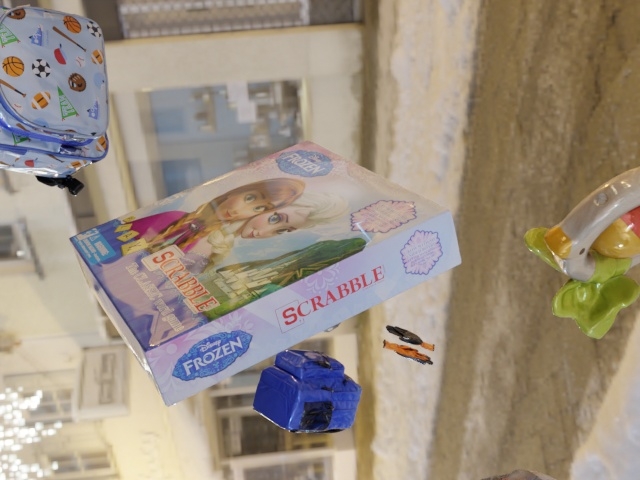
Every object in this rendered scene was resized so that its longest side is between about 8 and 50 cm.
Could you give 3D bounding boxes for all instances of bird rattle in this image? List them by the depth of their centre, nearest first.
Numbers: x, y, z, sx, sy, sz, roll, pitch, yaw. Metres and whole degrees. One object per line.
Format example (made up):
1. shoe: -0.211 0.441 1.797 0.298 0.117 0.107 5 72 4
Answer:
1. bird rattle: 0.345 -0.010 0.965 0.207 0.253 0.143 26 -141 -54

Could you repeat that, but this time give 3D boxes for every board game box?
1. board game box: -0.074 0.010 0.939 0.318 0.318 0.066 34 144 57

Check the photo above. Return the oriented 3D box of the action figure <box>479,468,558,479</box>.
1. action figure: 0.200 0.392 1.127 0.178 0.341 0.330 49 166 20

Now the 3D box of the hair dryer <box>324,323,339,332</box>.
1. hair dryer: 0.035 0.007 1.515 0.294 0.223 0.080 57 175 31

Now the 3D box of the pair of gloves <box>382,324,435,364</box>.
1. pair of gloves: 0.122 0.143 1.226 0.083 0.074 0.010 -63 -5 -71

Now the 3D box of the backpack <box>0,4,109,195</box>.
1. backpack: -0.449 -0.224 1.317 0.213 0.263 0.277 -26 70 50

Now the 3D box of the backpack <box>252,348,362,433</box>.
1. backpack: -0.006 0.194 1.137 0.098 0.120 0.101 27 101 51
